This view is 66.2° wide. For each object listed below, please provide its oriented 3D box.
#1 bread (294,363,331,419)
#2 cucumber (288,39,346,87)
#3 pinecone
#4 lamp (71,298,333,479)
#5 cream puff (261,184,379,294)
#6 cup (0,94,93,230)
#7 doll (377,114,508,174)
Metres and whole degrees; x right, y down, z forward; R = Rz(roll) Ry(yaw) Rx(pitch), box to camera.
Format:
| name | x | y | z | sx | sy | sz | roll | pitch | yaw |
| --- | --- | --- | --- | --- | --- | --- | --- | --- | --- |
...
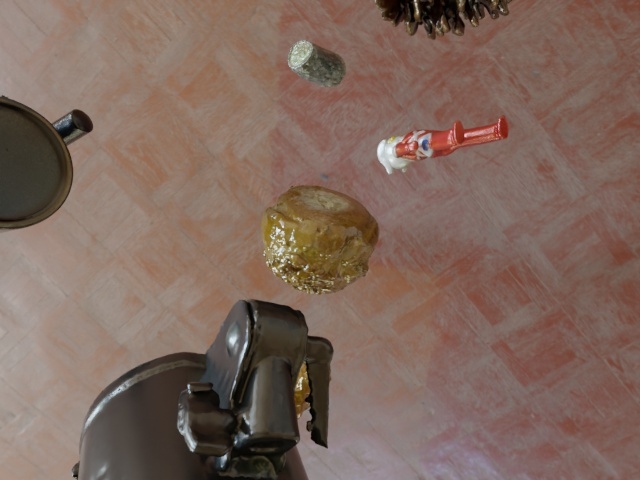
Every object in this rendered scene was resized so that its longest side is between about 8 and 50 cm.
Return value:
| name | x | y | z | sx | sy | sz | roll | pitch | yaw |
| --- | --- | --- | --- | --- | --- | --- | --- | --- | --- |
| bread | -0.044 | 0.221 | 0.660 | 0.044 | 0.052 | 0.157 | 42 | 88 | -3 |
| cucumber | -0.007 | -0.296 | 0.829 | 0.064 | 0.112 | 0.064 | 3 | 95 | 36 |
| pinecone | 0.171 | -0.361 | 0.639 | 0.212 | 0.168 | 0.185 | 1 | 93 | 5 |
| lamp | -0.111 | 0.252 | 0.432 | 0.205 | 0.272 | 0.374 | 17 | 129 | -27 |
| cream puff | -0.004 | 0.003 | 0.541 | 0.126 | 0.144 | 0.103 | 8 | 117 | -9 |
| cup | -0.426 | -0.090 | 0.677 | 0.177 | 0.239 | 0.166 | -11 | 94 | 40 |
| doll | 0.265 | -0.236 | 1.209 | 0.188 | 0.384 | 0.099 | -11 | 93 | -26 |
